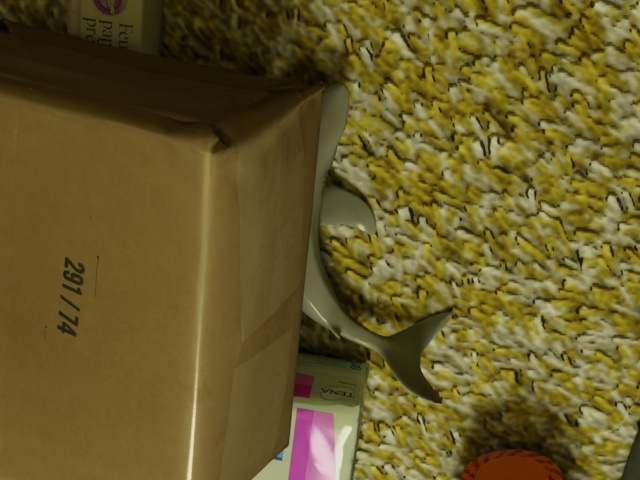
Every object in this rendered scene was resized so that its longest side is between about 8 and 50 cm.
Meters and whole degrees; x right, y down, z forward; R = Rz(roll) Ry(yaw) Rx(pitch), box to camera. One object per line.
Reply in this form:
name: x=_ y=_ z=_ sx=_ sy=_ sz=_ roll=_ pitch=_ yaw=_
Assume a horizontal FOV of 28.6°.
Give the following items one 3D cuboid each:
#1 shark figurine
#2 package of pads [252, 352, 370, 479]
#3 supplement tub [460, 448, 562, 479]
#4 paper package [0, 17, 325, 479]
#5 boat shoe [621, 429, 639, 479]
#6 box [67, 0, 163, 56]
shark figurine: x=-0.006 y=0.026 z=1.063 sx=0.166 sy=0.116 sz=0.278 roll=-18 pitch=109 yaw=18
package of pads: x=-0.087 y=0.237 z=1.179 sx=0.229 sy=0.101 sz=0.296 roll=9 pitch=115 yaw=5
supplement tub: x=0.180 y=0.296 z=1.154 sx=0.117 sy=0.117 sz=0.190 roll=-3 pitch=114 yaw=11
paper package: x=-0.174 y=0.020 z=0.955 sx=0.309 sy=0.168 sz=0.325 roll=15 pitch=115 yaw=23
boat shoe: x=0.346 y=0.161 z=1.067 sx=0.105 sy=0.113 sz=0.306 roll=11 pitch=119 yaw=-3
box: x=-0.178 y=-0.079 z=1.066 sx=0.063 sy=0.067 sz=0.324 roll=10 pitch=117 yaw=6
